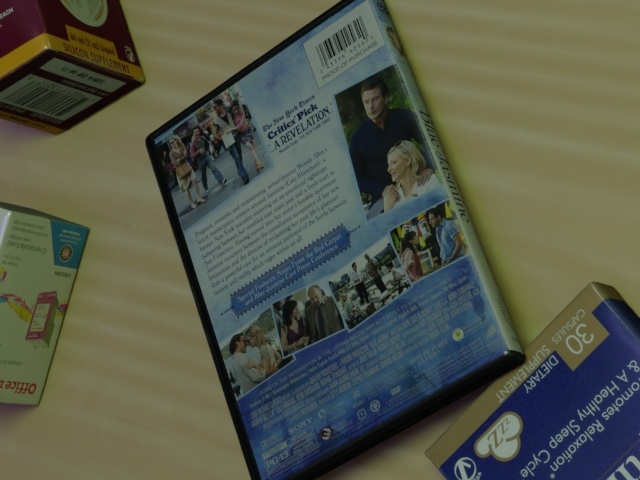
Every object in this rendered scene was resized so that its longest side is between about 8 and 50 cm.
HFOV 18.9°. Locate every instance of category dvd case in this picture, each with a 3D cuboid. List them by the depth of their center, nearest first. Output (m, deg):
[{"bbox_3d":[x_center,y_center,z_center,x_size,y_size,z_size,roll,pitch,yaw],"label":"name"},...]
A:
[{"bbox_3d":[0.000,0.000,1.115,0.180,0.022,0.253,-32,61,25],"label":"dvd case"}]

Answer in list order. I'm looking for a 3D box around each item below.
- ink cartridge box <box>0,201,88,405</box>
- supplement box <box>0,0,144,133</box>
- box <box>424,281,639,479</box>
[{"bbox_3d":[-0.203,0.039,1.206,0.052,0.088,0.122,18,92,28],"label":"ink cartridge box"},{"bbox_3d":[-0.195,-0.174,1.226,0.081,0.104,0.188,-27,70,24],"label":"supplement box"},{"bbox_3d":[0.171,0.147,1.004,0.136,0.036,0.225,-48,64,15],"label":"box"}]
